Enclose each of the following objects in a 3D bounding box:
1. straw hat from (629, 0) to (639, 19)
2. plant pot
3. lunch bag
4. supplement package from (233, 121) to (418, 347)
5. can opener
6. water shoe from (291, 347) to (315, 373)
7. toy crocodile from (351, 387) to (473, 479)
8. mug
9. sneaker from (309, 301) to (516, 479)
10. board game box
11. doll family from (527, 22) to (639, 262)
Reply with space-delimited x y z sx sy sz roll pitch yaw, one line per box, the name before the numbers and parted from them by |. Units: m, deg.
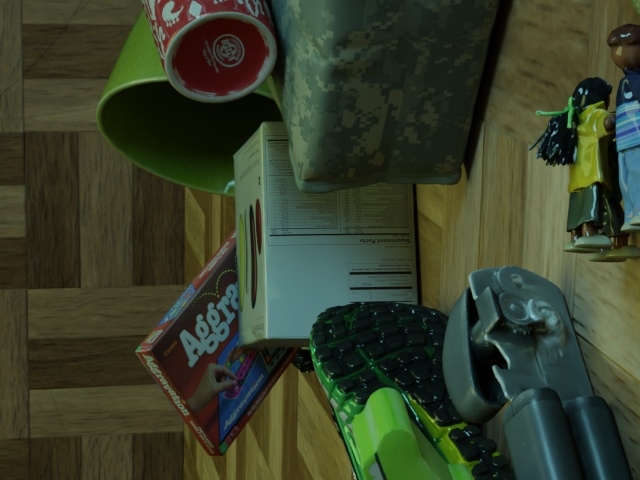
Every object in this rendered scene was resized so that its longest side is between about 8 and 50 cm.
straw hat | 0.157 -0.192 0.915 0.144 0.061 0.144 -2 -90 -89
plant pot | -0.083 -0.236 1.785 0.275 0.275 0.293 115 166 -66
lunch bag | 0.034 -0.216 1.339 0.287 0.169 0.235 -109 20 -44
supplement package | 0.000 0.000 1.576 0.194 0.149 0.203 147 122 -77
can opener | 0.142 0.138 1.033 0.095 0.076 0.283 -54 35 42
water shoe | -0.008 0.115 1.896 0.080 0.073 0.203 63 172 -10
toy crocodile | 0.098 0.245 0.966 0.115 0.105 0.340 -104 -6 -76
mug | -0.081 -0.193 1.317 0.113 0.150 0.169 -44 40 25
sneaker | 0.065 0.177 1.307 0.343 0.134 0.146 -105 17 -49
board game box | -0.074 0.075 1.681 0.027 0.281 0.145 -9 123 42
doll family | 0.172 -0.053 0.915 0.193 0.076 0.111 156 117 -73
